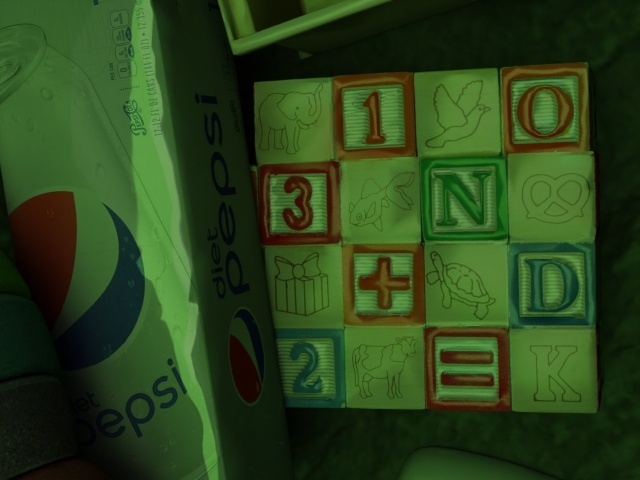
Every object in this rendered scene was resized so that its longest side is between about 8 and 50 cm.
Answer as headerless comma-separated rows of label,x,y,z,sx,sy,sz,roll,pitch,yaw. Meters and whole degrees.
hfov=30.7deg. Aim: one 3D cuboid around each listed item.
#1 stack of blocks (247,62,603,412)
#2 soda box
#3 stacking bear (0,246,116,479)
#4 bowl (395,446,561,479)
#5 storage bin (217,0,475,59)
stack of blocks,0.000,0.000,0.634,0.297,0.087,0.171,-2,93,16
soda box,-0.084,0.009,0.562,0.091,0.098,0.286,-8,93,16
stacking bear,-0.211,0.027,0.479,0.164,0.175,0.289,-32,80,7
bowl,0.092,0.196,0.639,0.142,0.053,0.142,15,96,13
storage bin,0.059,-0.252,0.586,0.262,0.123,0.260,-16,89,16
